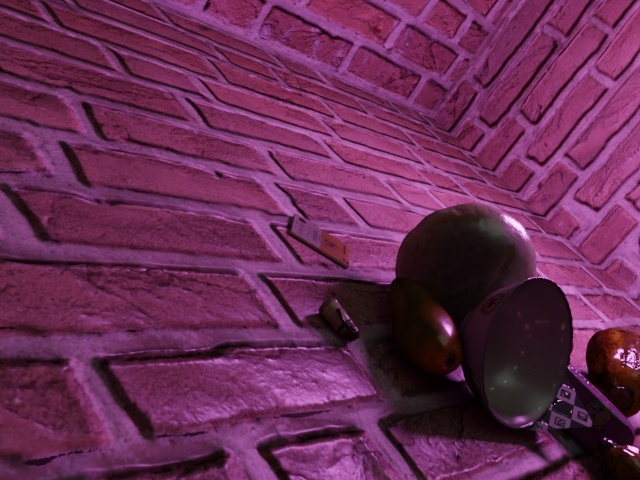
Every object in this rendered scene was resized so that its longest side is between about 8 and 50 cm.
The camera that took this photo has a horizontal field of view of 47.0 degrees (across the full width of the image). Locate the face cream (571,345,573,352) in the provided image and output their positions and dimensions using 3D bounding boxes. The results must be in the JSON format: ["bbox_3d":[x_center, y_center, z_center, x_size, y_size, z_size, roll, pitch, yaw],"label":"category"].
[{"bbox_3d":[0.641,0.307,2.072,0.096,0.096,0.214,45,23,23],"label":"face cream"}]

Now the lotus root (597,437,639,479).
[{"bbox_3d":[0.712,0.540,1.677,0.120,0.120,0.209,6,35,-52],"label":"lotus root"}]

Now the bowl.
[{"bbox_3d":[0.410,0.236,1.652,0.337,0.337,0.157,16,-4,-40],"label":"bowl"}]

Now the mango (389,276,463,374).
[{"bbox_3d":[0.230,0.193,1.641,0.146,0.129,0.289,17,27,-12],"label":"mango"}]

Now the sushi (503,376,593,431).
[{"bbox_3d":[0.490,0.369,1.737,0.231,0.047,0.220,1,40,-15],"label":"sushi"}]

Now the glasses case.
[{"bbox_3d":[0.629,0.402,1.821,0.316,0.123,0.075,48,24,26],"label":"glasses case"}]

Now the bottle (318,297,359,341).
[{"bbox_3d":[0.044,0.169,1.530,0.101,0.047,0.063,48,14,26],"label":"bottle"}]

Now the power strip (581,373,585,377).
[{"bbox_3d":[0.724,0.387,2.132,0.083,0.035,0.055,30,18,22],"label":"power strip"}]

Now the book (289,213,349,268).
[{"bbox_3d":[0.000,0.000,1.862,0.172,0.012,0.118,31,23,-12],"label":"book"}]

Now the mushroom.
[{"bbox_3d":[0.363,0.076,1.840,0.352,0.352,0.260,36,1,-1],"label":"mushroom"}]

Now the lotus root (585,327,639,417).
[{"bbox_3d":[0.867,0.374,2.148,0.179,0.196,0.397,5,20,18],"label":"lotus root"}]
